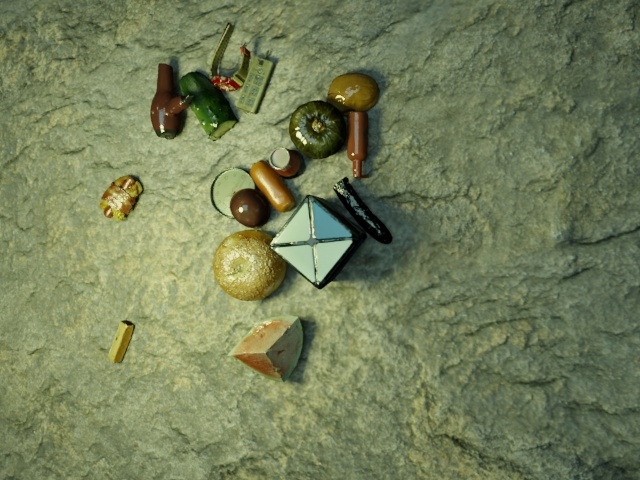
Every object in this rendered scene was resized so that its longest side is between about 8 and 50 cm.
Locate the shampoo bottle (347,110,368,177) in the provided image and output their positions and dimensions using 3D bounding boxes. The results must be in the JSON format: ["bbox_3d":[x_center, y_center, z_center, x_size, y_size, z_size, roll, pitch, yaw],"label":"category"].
[{"bbox_3d":[0.142,-0.359,1.549,0.085,0.085,0.245,-1,92,14],"label":"shampoo bottle"}]

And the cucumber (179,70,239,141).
[{"bbox_3d":[-0.481,-0.587,1.697,0.145,0.105,0.326,-34,79,12],"label":"cucumber"}]

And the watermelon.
[{"bbox_3d":[-0.206,0.418,1.591,0.260,0.176,0.256,-4,80,36],"label":"watermelon"}]

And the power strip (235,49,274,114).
[{"bbox_3d":[-0.261,-0.650,1.673,0.092,0.034,0.268,24,95,13],"label":"power strip"}]

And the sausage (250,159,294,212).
[{"bbox_3d":[-0.194,-0.218,1.626,0.098,0.098,0.238,-38,83,11],"label":"sausage"}]

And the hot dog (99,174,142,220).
[{"bbox_3d":[-0.880,-0.191,1.789,0.146,0.103,0.213,32,96,13],"label":"hot dog"}]

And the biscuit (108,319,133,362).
[{"bbox_3d":[-0.888,0.447,1.814,0.056,0.052,0.188,24,94,26],"label":"biscuit"}]

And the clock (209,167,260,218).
[{"bbox_3d":[-0.357,-0.195,1.690,0.214,0.042,0.215,0,89,14],"label":"clock"}]

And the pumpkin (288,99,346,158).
[{"bbox_3d":[-0.010,-0.418,1.548,0.223,0.157,0.224,0,87,0],"label":"pumpkin"}]

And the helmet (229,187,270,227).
[{"bbox_3d":[-0.276,-0.111,1.605,0.155,0.106,0.175,-31,113,4],"label":"helmet"}]

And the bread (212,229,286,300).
[{"bbox_3d":[-0.288,0.100,1.612,0.305,0.158,0.306,0,91,13],"label":"bread"}]

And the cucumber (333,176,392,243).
[{"bbox_3d":[0.159,-0.102,1.546,0.081,0.072,0.304,-37,82,10],"label":"cucumber"}]

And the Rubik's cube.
[{"bbox_3d":[0.000,0.000,1.496,0.250,0.248,0.246,39,98,10],"label":"Rubik's cube"}]

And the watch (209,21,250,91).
[{"bbox_3d":[-0.362,-0.748,1.672,0.164,0.102,0.269,21,92,23],"label":"watch"}]

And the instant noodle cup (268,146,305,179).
[{"bbox_3d":[-0.138,-0.306,1.588,0.127,0.135,0.127,0,89,15],"label":"instant noodle cup"}]

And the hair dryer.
[{"bbox_3d":[-0.583,-0.584,1.639,0.340,0.123,0.313,3,92,51],"label":"hair dryer"}]

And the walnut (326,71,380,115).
[{"bbox_3d":[0.117,-0.570,1.552,0.211,0.087,0.167,-7,84,14],"label":"walnut"}]
